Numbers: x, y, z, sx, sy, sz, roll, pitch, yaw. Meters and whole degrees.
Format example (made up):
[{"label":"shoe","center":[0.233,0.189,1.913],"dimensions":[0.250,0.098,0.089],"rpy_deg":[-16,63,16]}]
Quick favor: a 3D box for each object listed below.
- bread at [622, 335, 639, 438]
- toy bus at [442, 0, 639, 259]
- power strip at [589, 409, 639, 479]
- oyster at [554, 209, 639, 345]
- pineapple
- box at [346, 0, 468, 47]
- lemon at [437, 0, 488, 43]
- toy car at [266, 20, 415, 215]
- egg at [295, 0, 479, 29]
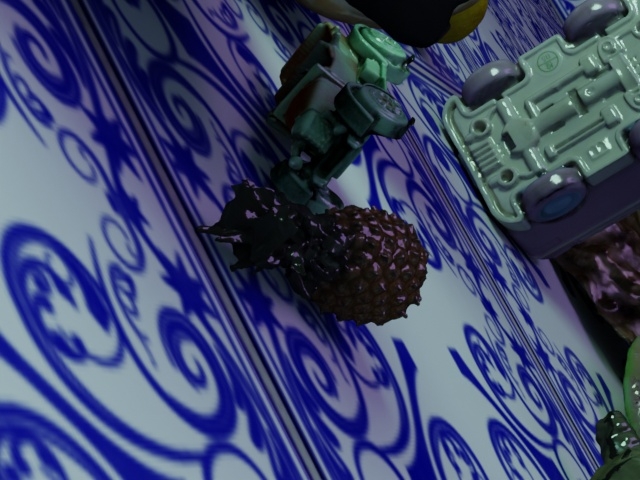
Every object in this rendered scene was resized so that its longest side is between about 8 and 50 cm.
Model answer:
[{"label":"bread","center":[0.302,0.169,1.240],"dimensions":[0.228,0.033,0.228],"rpy_deg":[35,40,-36]},{"label":"toy bus","center":[0.216,-0.092,1.275],"dimensions":[0.142,0.202,0.142],"rpy_deg":[35,26,-60]},{"label":"power strip","center":[0.232,0.263,0.887],"dimensions":[0.092,0.066,0.387],"rpy_deg":[33,31,-54]},{"label":"oyster","center":[0.268,0.001,1.452],"dimensions":[0.204,0.111,0.396],"rpy_deg":[40,26,-41]},{"label":"pineapple","center":[0.000,0.000,0.685],"dimensions":[0.124,0.058,0.058],"rpy_deg":[31,30,-59]},{"label":"box","center":[-0.037,-0.290,0.706],"dimensions":[0.350,0.091,0.359],"rpy_deg":[42,-25,50]},{"label":"lemon","center":[0.102,-0.210,1.384],"dimensions":[0.110,0.082,0.082],"rpy_deg":[41,22,-47]},{"label":"toy car","center":[0.006,-0.064,0.806],"dimensions":[0.054,0.073,0.143],"rpy_deg":[38,20,-11]},{"label":"egg","center":[0.040,-0.231,0.998],"dimensions":[0.201,0.201,0.244],"rpy_deg":[55,-3,-11]}]
